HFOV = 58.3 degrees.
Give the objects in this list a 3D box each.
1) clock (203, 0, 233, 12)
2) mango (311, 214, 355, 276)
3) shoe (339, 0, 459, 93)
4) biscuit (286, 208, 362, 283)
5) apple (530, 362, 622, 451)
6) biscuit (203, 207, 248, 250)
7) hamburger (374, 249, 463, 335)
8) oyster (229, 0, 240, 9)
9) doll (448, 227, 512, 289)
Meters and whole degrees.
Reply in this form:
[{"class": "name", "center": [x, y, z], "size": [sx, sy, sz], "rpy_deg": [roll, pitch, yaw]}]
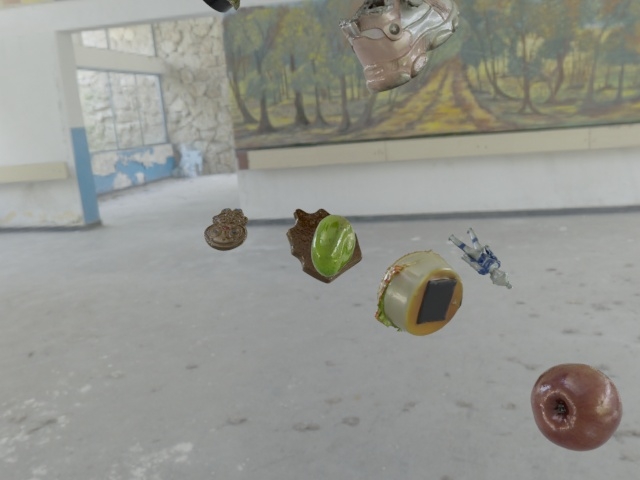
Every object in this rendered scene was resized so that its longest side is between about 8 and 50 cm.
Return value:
[{"class": "clock", "center": [-0.363, -0.782, 1.551], "size": [0.120, 0.276, 0.379], "rpy_deg": [-27, -22, 27]}, {"class": "mango", "center": [0.029, 0.007, 1.281], "size": [0.089, 0.117, 0.163], "rpy_deg": [4, 21, 11]}, {"class": "shoe", "center": [0.189, -0.513, 1.326], "size": [0.172, 0.198, 0.351], "rpy_deg": [-6, 42, 43]}, {"class": "biscuit", "center": [-0.001, 0.001, 1.525], "size": [0.182, 0.215, 0.034], "rpy_deg": [-33, -14, -26]}, {"class": "apple", "center": [0.447, 0.293, 1.014], "size": [0.120, 0.153, 0.153], "rpy_deg": [14, -3, -41]}, {"class": "biscuit", "center": [-0.268, -0.036, 1.645], "size": [0.124, 0.026, 0.175], "rpy_deg": [1, 42, 3]}, {"class": "hamburger", "center": [0.316, 0.167, 1.862], "size": [0.294, 0.276, 0.179], "rpy_deg": [-4, 26, -30]}, {"class": "oyster", "center": [-0.238, -0.643, 1.310], "size": [0.072, 0.133, 0.209], "rpy_deg": [-17, -18, 11]}, {"class": "doll", "center": [0.472, 0.061, 1.675], "size": [0.114, 0.057, 0.227], "rpy_deg": [-15, 52, -31]}]
